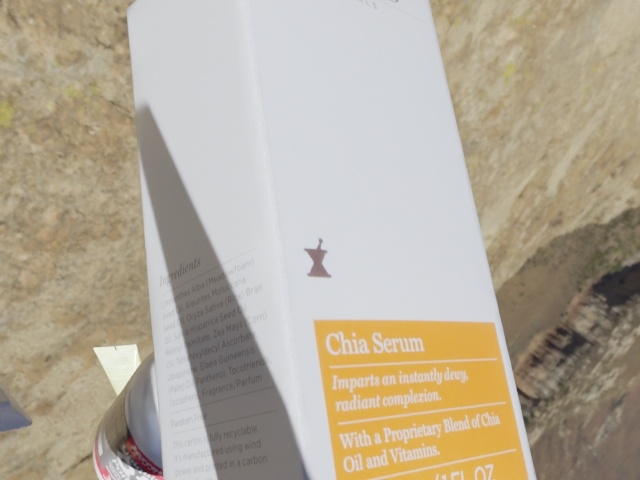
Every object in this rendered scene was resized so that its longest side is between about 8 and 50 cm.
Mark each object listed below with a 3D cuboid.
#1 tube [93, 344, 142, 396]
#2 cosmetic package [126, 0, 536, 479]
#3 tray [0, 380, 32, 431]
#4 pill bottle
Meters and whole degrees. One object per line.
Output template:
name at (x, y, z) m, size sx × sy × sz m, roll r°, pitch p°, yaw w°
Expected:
tube at (-0.358, 0.302, 1.352) m, size 0.070 × 0.062 × 0.240 m, roll -26°, pitch 117°, yaw -20°
cosmetic package at (0.000, 0.000, 0.546) m, size 0.230 × 0.453 × 0.161 m, roll 6°, pitch 158°, yaw -42°
tray at (-0.510, 0.183, 0.937) m, size 0.145 × 0.270 × 0.030 m, roll 2°, pitch 109°, yaw -47°
pill bottle at (-0.179, 0.233, 0.903) m, size 0.176 × 0.176 × 0.318 m, roll -29°, pitch 167°, yaw -40°
